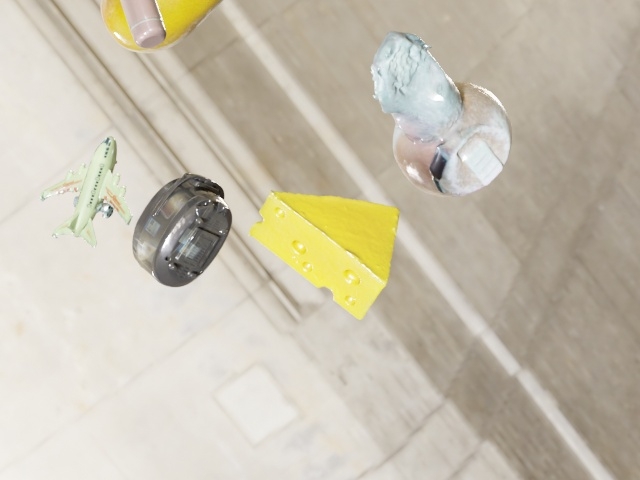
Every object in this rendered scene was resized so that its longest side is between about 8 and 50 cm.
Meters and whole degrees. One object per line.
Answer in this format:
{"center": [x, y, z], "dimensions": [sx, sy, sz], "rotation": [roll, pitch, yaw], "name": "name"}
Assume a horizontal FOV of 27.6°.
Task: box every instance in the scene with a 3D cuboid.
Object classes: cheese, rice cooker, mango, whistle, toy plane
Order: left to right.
{"center": [-0.222, -0.049, 1.271], "dimensions": [0.040, 0.102, 0.111], "rotation": [59, -130, -69], "name": "toy plane"}
{"center": [-0.276, -0.465, 2.429], "dimensions": [0.317, 0.173, 0.211], "rotation": [-26, 6, 29], "name": "mango"}
{"center": [-0.198, -0.014, 1.883], "dimensions": [0.112, 0.106, 0.165], "rotation": [23, -73, -47], "name": "rice cooker"}
{"center": [0.000, 0.000, 1.638], "dimensions": [0.093, 0.171, 0.126], "rotation": [122, 167, -49], "name": "cheese"}
{"center": [0.161, -0.190, 1.919], "dimensions": [0.189, 0.348, 0.189], "rotation": [-19, 49, 24], "name": "whistle"}

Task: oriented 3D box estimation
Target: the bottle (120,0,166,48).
{"center": [-0.279, -0.365, 1.999], "dimensions": [0.053, 0.140, 0.053], "rotation": [-18, -16, -5], "name": "bottle"}
